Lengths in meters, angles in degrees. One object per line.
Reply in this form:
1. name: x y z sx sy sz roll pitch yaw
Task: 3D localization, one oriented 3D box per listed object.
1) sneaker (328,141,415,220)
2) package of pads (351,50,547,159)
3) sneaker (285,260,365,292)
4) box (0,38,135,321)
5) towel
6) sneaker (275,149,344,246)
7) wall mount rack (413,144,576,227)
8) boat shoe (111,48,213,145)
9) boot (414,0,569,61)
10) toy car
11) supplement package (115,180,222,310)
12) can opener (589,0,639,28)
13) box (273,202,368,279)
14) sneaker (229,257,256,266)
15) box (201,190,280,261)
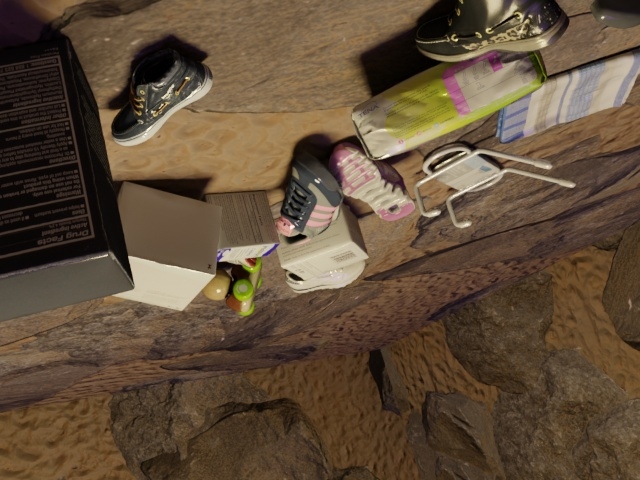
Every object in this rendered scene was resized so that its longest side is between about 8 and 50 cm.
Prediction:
1. sneaker: 0.100 -0.136 1.448 0.095 0.104 0.236 -27 137 30
2. package of pads: 0.211 -0.228 1.143 0.297 0.101 0.229 -24 -178 19
3. sneaker: 0.014 0.088 2.046 0.235 0.090 0.094 -19 153 2
4. box: -0.418 -0.056 0.889 0.297 0.293 0.182 -13 162 -9
5. towel: 0.500 -0.286 1.440 0.285 0.034 0.209 -18 161 4
6. sneaker: -0.032 -0.067 1.431 0.131 0.112 0.319 -43 164 -11
7. wall mount rack: 0.395 -0.137 1.631 0.304 0.130 0.350 -26 160 27
8. boat shoe: -0.244 -0.203 0.992 0.183 0.065 0.083 -31 157 20
9. boot: 0.195 -0.333 0.950 0.236 0.085 0.178 11 154 47
10. toy car: -0.253 0.098 1.828 0.189 0.148 0.155 13 156 1
11. supplement package: -0.316 0.017 1.350 0.194 0.149 0.203 15 150 -23
12. can opener: 0.377 -0.362 1.004 0.284 0.095 0.076 -5 158 -33
13. box: 0.000 0.000 1.704 0.182 0.119 0.181 -20 162 11
14. sneaker: -0.212 0.010 1.639 0.093 0.087 0.225 -1 168 21
15. box: -0.170 -0.029 1.457 0.137 0.126 0.072 -6 158 -29
